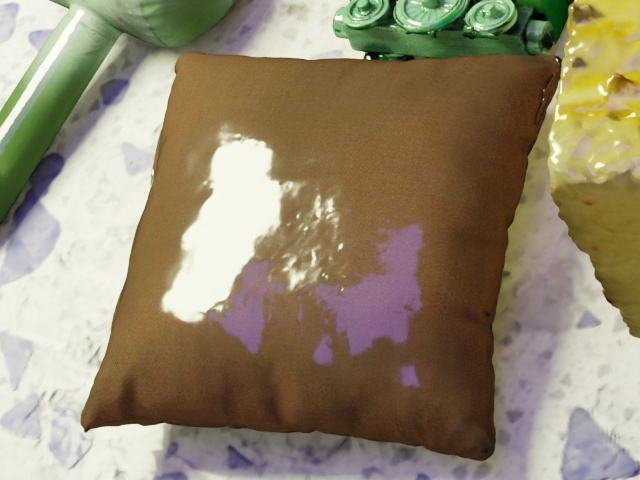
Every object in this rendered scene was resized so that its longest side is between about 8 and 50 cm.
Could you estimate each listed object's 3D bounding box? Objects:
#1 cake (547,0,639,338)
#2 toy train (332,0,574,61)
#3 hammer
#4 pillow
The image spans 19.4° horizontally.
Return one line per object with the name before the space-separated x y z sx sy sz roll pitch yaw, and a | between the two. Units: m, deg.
cake | 0.281 -0.106 1.144 0.222 0.227 0.286 0 62 23
toy train | 0.097 -0.172 1.385 0.178 0.071 0.105 8 56 30
hammer | -0.217 -0.141 1.513 0.206 0.119 0.336 24 79 39
pillow | 0.000 0.000 1.299 0.305 0.108 0.308 2 64 24
